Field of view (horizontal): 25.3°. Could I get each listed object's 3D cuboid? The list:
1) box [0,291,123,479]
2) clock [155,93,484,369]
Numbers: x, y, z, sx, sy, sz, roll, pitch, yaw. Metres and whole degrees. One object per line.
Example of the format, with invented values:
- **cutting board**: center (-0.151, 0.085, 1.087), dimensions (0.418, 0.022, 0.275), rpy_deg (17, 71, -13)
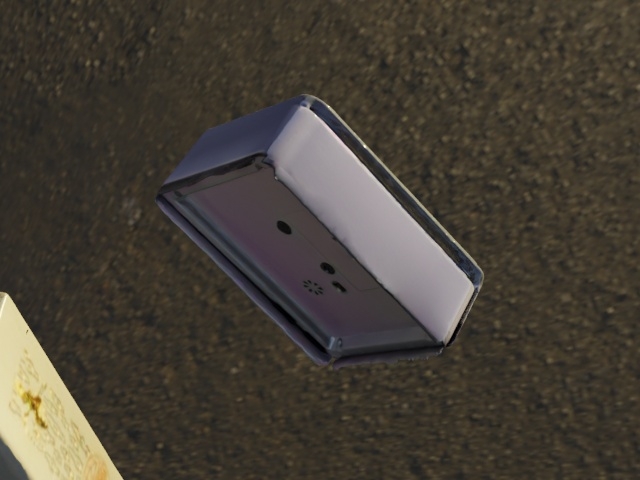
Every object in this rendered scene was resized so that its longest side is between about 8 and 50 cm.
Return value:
- **box**: center (-0.258, 0.107, 0.553), dimensions (0.365, 0.204, 0.051), rpy_deg (-4, 51, 12)
- **clock**: center (-0.001, 0.001, 0.980), dimensions (0.193, 0.145, 0.073), rpy_deg (46, 59, -22)
